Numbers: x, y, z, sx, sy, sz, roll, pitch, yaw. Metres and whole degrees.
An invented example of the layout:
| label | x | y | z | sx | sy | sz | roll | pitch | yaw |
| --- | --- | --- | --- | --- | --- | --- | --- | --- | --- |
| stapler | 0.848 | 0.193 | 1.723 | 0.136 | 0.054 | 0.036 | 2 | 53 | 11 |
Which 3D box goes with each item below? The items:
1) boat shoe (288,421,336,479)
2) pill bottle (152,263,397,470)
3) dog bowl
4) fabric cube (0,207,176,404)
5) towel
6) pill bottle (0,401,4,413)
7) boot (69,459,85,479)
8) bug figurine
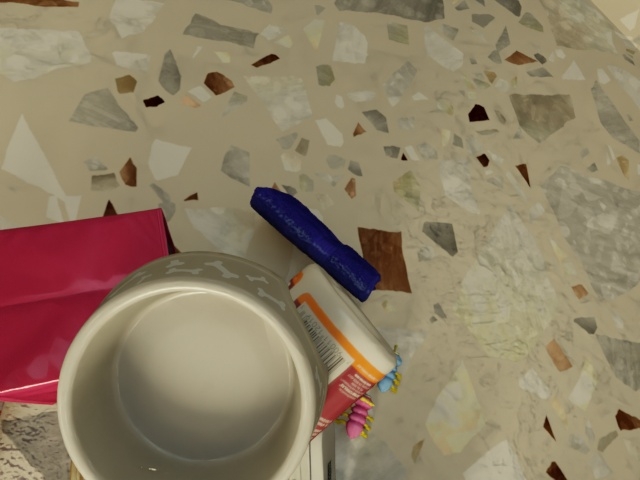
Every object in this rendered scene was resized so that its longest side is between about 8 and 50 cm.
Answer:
| label | x | y | z | sx | sy | sz | roll | pitch | yaw |
| --- | --- | --- | --- | --- | --- | --- | --- | --- | --- |
| boat shoe | -0.026 | 0.455 | 0.774 | 0.088 | 0.096 | 0.268 | -2 | 87 | 22 |
| pill bottle | -0.085 | 0.245 | 0.714 | 0.392 | 0.224 | 0.224 | -41 | 81 | 2 |
| dog bowl | -0.159 | 0.191 | 0.545 | 0.347 | 0.102 | 0.350 | 0 | 94 | -3 |
| fabric cube | -0.379 | 0.121 | 0.743 | 0.257 | 0.254 | 0.260 | -10 | 71 | -15 |
| towel | 0.000 | 0.000 | 0.904 | 0.308 | 0.227 | 0.076 | 40 | 91 | 5 |
| pill bottle | -0.619 | 0.373 | 0.616 | 0.181 | 0.181 | 0.324 | 10 | 66 | -10 |
| boot | -0.291 | 0.445 | 0.714 | 0.203 | 0.095 | 0.262 | -18 | 75 | -20 |
| bug figurine | 0.042 | 0.281 | 0.878 | 0.278 | 0.072 | 0.217 | 23 | 64 | -4 |
